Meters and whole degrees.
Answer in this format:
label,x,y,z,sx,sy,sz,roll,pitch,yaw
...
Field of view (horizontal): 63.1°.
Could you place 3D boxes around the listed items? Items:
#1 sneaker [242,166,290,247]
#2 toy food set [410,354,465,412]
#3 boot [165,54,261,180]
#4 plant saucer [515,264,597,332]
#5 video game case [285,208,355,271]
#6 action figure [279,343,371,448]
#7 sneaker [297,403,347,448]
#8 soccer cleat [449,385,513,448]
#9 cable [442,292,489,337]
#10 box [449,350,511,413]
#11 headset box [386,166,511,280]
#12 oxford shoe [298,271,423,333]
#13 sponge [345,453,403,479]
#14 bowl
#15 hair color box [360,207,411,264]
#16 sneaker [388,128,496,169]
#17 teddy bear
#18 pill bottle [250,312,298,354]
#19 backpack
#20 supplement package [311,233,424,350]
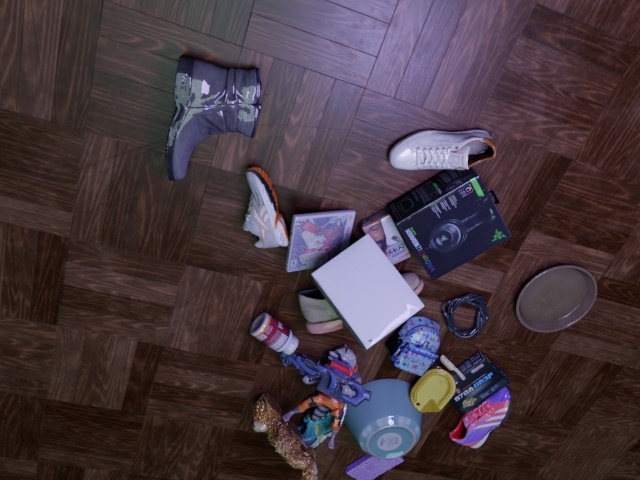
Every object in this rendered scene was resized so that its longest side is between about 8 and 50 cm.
label,x,y,z,sx,sy,sz,roll,pitch,yaw
sneaker,-0.177,-0.080,1.478,0.121,0.099,0.262,-15,119,7
toy food set,0.415,0.517,1.873,0.128,0.071,0.217,38,100,5
boot,-0.273,-0.289,1.341,0.223,0.118,0.338,8,123,-16
plant saucer,0.792,0.193,1.765,0.278,0.041,0.277,-3,119,-5
video game case,0.000,0.000,1.538,0.202,0.023,0.183,-7,123,-28
action figure,0.002,0.493,1.794,0.341,0.178,0.330,32,97,16
sneaker,-0.003,0.669,1.918,0.110,0.107,0.275,39,109,-13
soccer cleat,0.610,0.669,1.978,0.117,0.108,0.318,15,120,-16
cable,0.498,0.256,1.772,0.151,0.047,0.184,-27,116,4
box,0.559,0.525,1.921,0.220,0.051,0.175,-41,115,17
headset box,0.382,-0.062,1.524,0.283,0.131,0.246,-31,119,10
oxford shoe,0.123,0.165,1.626,0.397,0.140,0.146,-20,109,2
sponge,0.218,0.906,2.112,0.210,0.031,0.117,-39,116,15
bowl,0.243,0.675,1.910,0.312,0.163,0.311,-3,119,-5
hair color box,0.198,-0.005,1.582,0.093,0.053,0.167,-27,117,10
sneaker,0.336,-0.243,1.424,0.291,0.123,0.105,-11,122,2
teddy bear,-0.128,0.700,1.823,0.113,0.245,0.338,-38,109,-2
pill bottle,-0.148,0.308,1.703,0.086,0.086,0.152,-42,116,17
backpack,0.330,0.349,1.762,0.158,0.117,0.173,28,110,-21
supplement package,0.132,0.152,1.510,0.204,0.145,0.261,-35,79,-7
